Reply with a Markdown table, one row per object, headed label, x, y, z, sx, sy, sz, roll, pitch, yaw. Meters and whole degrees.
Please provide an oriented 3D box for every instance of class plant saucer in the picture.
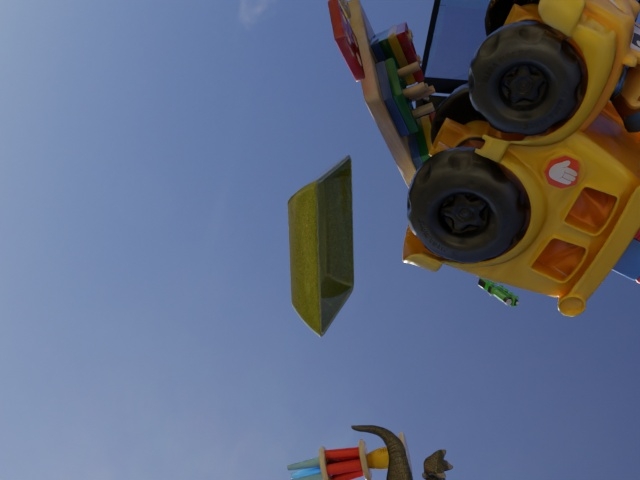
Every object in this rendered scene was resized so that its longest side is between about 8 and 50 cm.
| label | x | y | z | sx | sy | sz | roll | pitch | yaw |
| --- | --- | --- | --- | --- | --- | --- | --- | --- | --- |
| plant saucer | 0.000 | 0.000 | 1.065 | 0.045 | 0.188 | 0.188 | 2 | -74 | 14 |

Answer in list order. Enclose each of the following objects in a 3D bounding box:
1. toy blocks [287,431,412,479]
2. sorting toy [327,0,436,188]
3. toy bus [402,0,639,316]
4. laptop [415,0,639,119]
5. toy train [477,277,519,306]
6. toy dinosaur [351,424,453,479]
| label | x | y | z | sx | sy | sz | roll | pitch | yaw |
| --- | --- | --- | --- | --- | --- | --- | --- | --- | --- |
| toy blocks | 0.041 | 0.304 | 1.031 | 0.148 | 0.054 | 0.123 | -13 | -101 | 7 |
| sorting toy | 0.069 | -0.132 | 0.737 | 0.046 | 0.274 | 0.132 | -19 | -131 | 14 |
| toy bus | 0.182 | -0.059 | 0.578 | 0.149 | 0.211 | 0.220 | -62 | 175 | -54 |
| laptop | 0.232 | -0.145 | 0.952 | 0.136 | 0.234 | 0.264 | 114 | -21 | -75 |
| toy train | 0.256 | 0.074 | 1.241 | 0.083 | 0.024 | 0.017 | -138 | -124 | -59 |
| toy dinosaur | 0.143 | 0.322 | 0.913 | 0.121 | 0.313 | 0.160 | -51 | 168 | -50 |
